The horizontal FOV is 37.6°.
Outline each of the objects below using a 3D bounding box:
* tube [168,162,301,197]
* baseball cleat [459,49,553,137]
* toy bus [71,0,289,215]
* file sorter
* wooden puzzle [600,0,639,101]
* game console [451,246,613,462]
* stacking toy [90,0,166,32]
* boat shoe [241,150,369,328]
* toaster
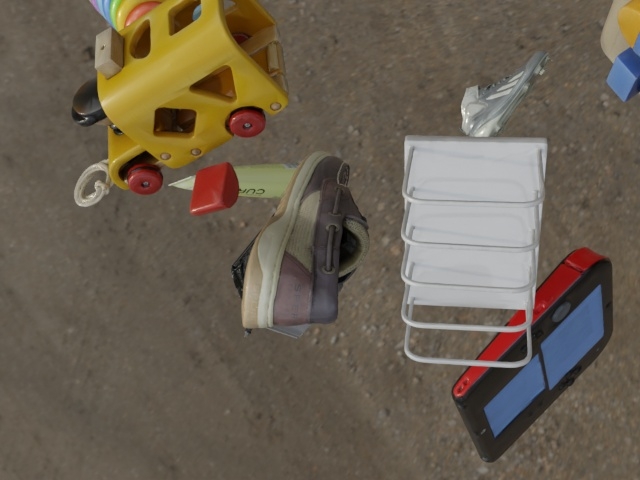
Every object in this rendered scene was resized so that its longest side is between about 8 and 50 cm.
[{"bbox_3d":[-0.120,-0.096,1.534,0.062,0.240,0.070,60,138,37],"label":"tube"},{"bbox_3d":[0.332,-0.279,1.741,0.109,0.072,0.206,37,97,18],"label":"baseball cleat"},{"bbox_3d":[-0.124,-0.118,0.711,0.191,0.104,0.202,20,76,43],"label":"toy bus"},{"bbox_3d":[0.206,0.019,1.291,0.192,0.173,0.278,2,123,10],"label":"file sorter"},{"bbox_3d":[0.511,-0.233,1.355,0.080,0.322,0.348,-30,74,-1],"label":"wooden puzzle"},{"bbox_3d":[0.372,0.206,1.597,0.060,0.387,0.342,36,78,31],"label":"game console"},{"bbox_3d":[-0.287,-0.362,1.509,0.141,0.141,0.330,-62,36,26],"label":"stacking toy"},{"bbox_3d":[0.000,0.000,0.885,0.092,0.285,0.103,14,116,5],"label":"boat shoe"},{"bbox_3d":[-0.064,0.064,1.643,0.186,0.110,0.168,-50,39,17],"label":"toaster"}]
